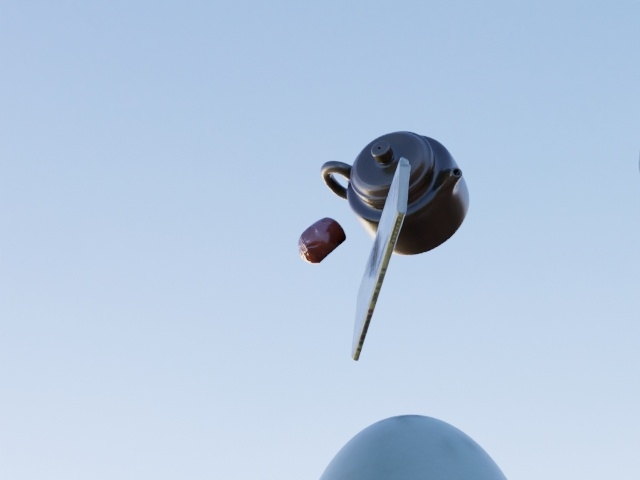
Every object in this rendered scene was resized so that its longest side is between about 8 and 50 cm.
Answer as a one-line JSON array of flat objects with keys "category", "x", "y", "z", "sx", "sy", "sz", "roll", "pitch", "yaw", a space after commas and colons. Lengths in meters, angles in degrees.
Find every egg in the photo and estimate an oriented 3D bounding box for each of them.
[{"category": "egg", "x": 0.082, "y": 0.306, "z": 1.311, "sx": 0.230, "sy": 0.371, "sz": 0.230, "roll": 1, "pitch": -46, "yaw": 1}]

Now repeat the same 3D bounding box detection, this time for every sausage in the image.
[{"category": "sausage", "x": 0.000, "y": 0.000, "z": 2.411, "sx": 0.059, "sy": 0.054, "sz": 0.094, "roll": -44, "pitch": -3, "yaw": 41}]

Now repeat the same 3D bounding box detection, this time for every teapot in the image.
[{"category": "teapot", "x": 0.116, "y": -0.096, "z": 2.465, "sx": 0.268, "sy": 0.185, "sz": 0.175, "roll": 4, "pitch": -35, "yaw": 32}]

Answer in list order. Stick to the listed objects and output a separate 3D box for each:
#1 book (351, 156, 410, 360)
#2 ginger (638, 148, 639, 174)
[{"category": "book", "x": 0.069, "y": 0.018, "z": 1.756, "sx": 0.013, "sy": 0.168, "sz": 0.192, "roll": 15, "pitch": -65, "yaw": -3}, {"category": "ginger", "x": 0.512, "y": -0.181, "z": 2.284, "sx": 0.086, "sy": 0.294, "sz": 0.131, "roll": -9, "pitch": -41, "yaw": 18}]
